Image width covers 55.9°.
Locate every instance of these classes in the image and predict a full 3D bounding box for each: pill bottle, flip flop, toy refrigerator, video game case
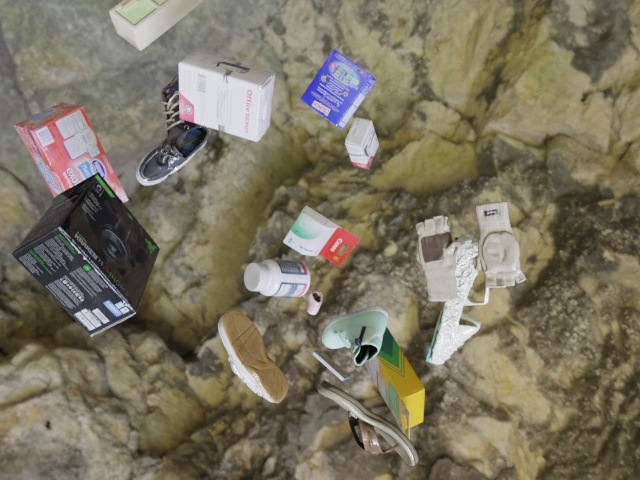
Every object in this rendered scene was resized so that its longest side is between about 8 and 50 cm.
[{"bbox_3d":[-0.128,0.109,1.764,0.108,0.180,0.108,-9,-102,46],"label":"pill bottle"},{"bbox_3d":[0.097,0.415,1.339,0.080,0.277,0.112,-54,-171,-17],"label":"flip flop"},{"bbox_3d":[-0.456,-0.672,1.712,0.269,0.102,0.094,-47,167,-20],"label":"toy refrigerator"},{"bbox_3d":[0.044,0.503,2.440,0.015,0.166,0.119,-52,164,3],"label":"video game case"}]

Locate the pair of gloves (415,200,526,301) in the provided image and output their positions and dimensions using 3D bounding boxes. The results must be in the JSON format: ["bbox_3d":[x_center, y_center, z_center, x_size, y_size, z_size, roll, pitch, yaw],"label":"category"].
[{"bbox_3d":[0.344,0.028,1.421,0.240,0.204,0.042,-16,175,24],"label":"pair of gloves"}]

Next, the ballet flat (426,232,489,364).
[{"bbox_3d":[0.403,0.185,1.716,0.147,0.146,0.409,-128,-134,-69],"label":"ballet flat"}]

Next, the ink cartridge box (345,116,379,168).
[{"bbox_3d":[0.130,-0.301,1.874,0.056,0.135,0.099,16,-109,22],"label":"ink cartridge box"}]

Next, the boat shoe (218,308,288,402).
[{"bbox_3d":[-0.185,0.290,1.482,0.096,0.277,0.098,-8,-152,40],"label":"boat shoe"}]

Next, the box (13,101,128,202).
[{"bbox_3d":[-0.683,-0.212,1.670,0.142,0.300,0.154,20,-132,43],"label":"box"}]

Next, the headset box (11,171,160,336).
[{"bbox_3d":[-0.501,0.020,1.346,0.131,0.246,0.283,-26,-153,12],"label":"headset box"}]

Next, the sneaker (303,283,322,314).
[{"bbox_3d":[-0.027,0.169,1.967,0.070,0.050,0.134,117,-34,-41],"label":"sneaker"}]

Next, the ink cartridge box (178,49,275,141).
[{"bbox_3d":[-0.231,-0.356,1.490,0.092,0.217,0.159,-61,167,-47],"label":"ink cartridge box"}]

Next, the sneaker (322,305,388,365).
[{"bbox_3d":[0.079,0.290,1.717,0.256,0.094,0.151,-34,-152,41],"label":"sneaker"}]

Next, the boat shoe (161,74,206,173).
[{"bbox_3d":[-0.408,-0.344,1.716,0.127,0.158,0.341,-18,-142,30],"label":"boat shoe"}]

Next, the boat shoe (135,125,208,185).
[{"bbox_3d":[-0.376,-0.226,1.555,0.228,0.080,0.076,-39,-172,-29],"label":"boat shoe"}]

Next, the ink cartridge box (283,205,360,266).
[{"bbox_3d":[0.000,0.000,2.124,0.181,0.224,0.056,-55,-177,46],"label":"ink cartridge box"}]

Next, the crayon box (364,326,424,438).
[{"bbox_3d":[0.232,0.436,1.861,0.083,0.203,0.323,-19,-133,-11],"label":"crayon box"}]

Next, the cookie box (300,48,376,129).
[{"bbox_3d":[0.031,-0.268,1.076,0.107,0.092,0.040,-54,162,10],"label":"cookie box"}]
